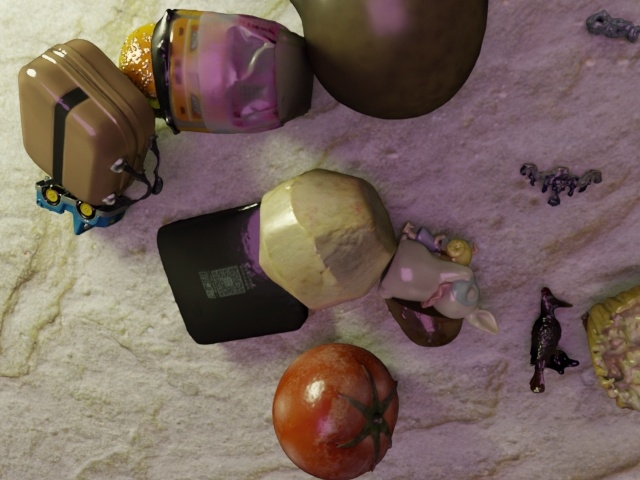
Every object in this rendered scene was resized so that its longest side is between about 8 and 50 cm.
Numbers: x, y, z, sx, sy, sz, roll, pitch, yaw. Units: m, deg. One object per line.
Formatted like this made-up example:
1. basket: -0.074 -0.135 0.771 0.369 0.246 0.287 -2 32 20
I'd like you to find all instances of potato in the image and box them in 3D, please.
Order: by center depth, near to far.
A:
1. potato: 0.198 0.171 0.981 0.172 0.089 0.100 16 113 6

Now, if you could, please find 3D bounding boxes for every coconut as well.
1. coconut: 0.000 0.000 0.895 0.259 0.259 0.259 4 109 12

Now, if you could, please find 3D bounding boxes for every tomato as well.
1. tomato: 0.026 0.344 0.994 0.265 0.265 0.265 4 109 12

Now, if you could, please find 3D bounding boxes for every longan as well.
1. longan: 0.100 -0.357 0.727 0.288 0.288 0.350 -18 105 18

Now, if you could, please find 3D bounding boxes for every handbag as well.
1. handbag: -0.417 -0.185 0.916 0.283 0.149 0.302 42 143 -8

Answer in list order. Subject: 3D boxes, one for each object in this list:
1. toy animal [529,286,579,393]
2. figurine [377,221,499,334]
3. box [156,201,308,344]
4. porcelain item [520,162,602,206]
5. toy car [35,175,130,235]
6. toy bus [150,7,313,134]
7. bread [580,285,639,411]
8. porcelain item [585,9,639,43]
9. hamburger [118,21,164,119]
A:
1. toy animal: 0.444 0.188 0.944 0.105 0.070 0.202 -9 101 -29
2. figurine: 0.242 0.075 0.922 0.235 0.127 0.155 23 75 0
3. box: -0.188 0.075 1.047 0.289 0.073 0.290 -12 105 16
4. porcelain item: 0.429 -0.096 0.877 0.136 0.021 0.075 8 114 11
5. toy car: -0.522 -0.075 1.060 0.191 0.097 0.100 21 117 6
6. toy bus: -0.104 -0.262 0.752 0.162 0.386 0.171 3 109 7
7. bread: 0.617 0.180 0.858 0.274 0.149 0.274 5 115 10
8. porcelain item: 0.471 -0.344 0.782 0.083 0.028 0.036 22 95 7
9. hamburger: -0.271 -0.312 0.914 0.210 0.116 0.173 15 109 6
